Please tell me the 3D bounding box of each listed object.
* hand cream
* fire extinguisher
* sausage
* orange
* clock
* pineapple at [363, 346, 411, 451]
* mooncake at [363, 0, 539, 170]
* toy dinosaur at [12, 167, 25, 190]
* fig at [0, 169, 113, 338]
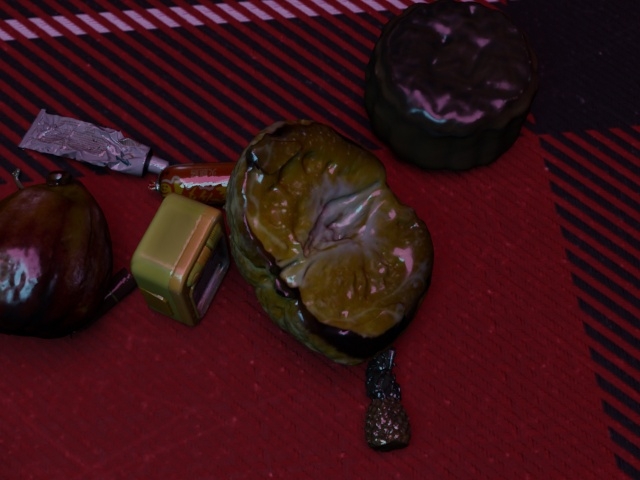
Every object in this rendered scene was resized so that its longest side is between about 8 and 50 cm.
[{"bbox_3d":[-0.372,-0.154,1.481,0.256,0.050,0.084,19,71,8],"label":"hand cream"},{"bbox_3d":[-0.343,0.096,1.384,0.132,0.039,0.056,-42,43,-16],"label":"fire extinguisher"},{"bbox_3d":[-0.148,-0.093,1.452,0.263,0.083,0.083,-2,68,-1],"label":"sausage"},{"bbox_3d":[0.000,0.000,1.330,0.271,0.210,0.369,-38,100,-23],"label":"orange"},{"bbox_3d":[-0.201,0.032,1.328,0.096,0.202,0.143,21,69,6],"label":"clock"},{"bbox_3d":[0.096,0.231,1.336,0.074,0.074,0.160,-2,64,-3],"label":"pineapple"},{"bbox_3d":[0.214,-0.265,1.488,0.290,0.161,0.291,1,66,-2],"label":"mooncake"},{"bbox_3d":[-0.464,-0.039,1.436,0.058,0.037,0.180,-18,61,16],"label":"toy dinosaur"},{"bbox_3d":[-0.416,0.034,1.307,0.224,0.224,0.263,38,61,12],"label":"fig"}]
